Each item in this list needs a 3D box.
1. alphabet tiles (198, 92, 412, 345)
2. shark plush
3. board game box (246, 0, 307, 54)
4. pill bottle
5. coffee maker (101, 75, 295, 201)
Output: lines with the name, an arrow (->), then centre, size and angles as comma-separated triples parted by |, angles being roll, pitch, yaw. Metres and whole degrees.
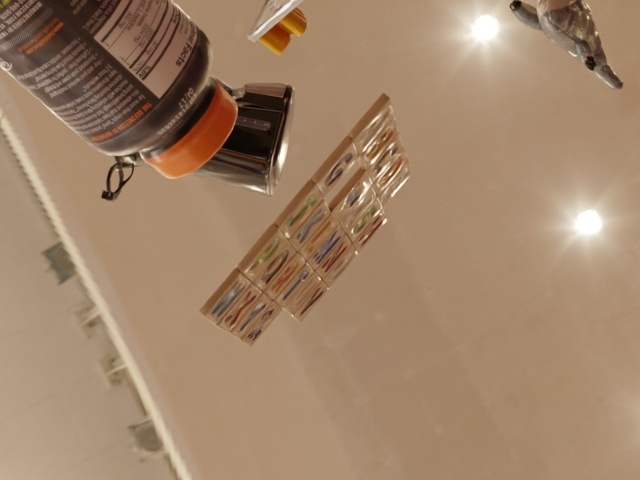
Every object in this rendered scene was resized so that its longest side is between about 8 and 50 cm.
alphabet tiles -> 0.000, 0.000, 0.965 | 0.009, 0.237, 0.198 | 39, -94, 15
shark plush -> 0.232, -0.180, 1.151 | 0.073, 0.161, 0.067 | -26, -130, 10
board game box -> 0.093, -0.441, 1.506 | 0.050, 0.390, 0.390 | 36, -124, -19
pill bottle -> -0.173, -0.154, 0.966 | 0.245, 0.130, 0.130 | 44, -117, -32
coffee maker -> -0.128, -0.107, 1.382 | 0.178, 0.120, 0.171 | 14, -86, 5
